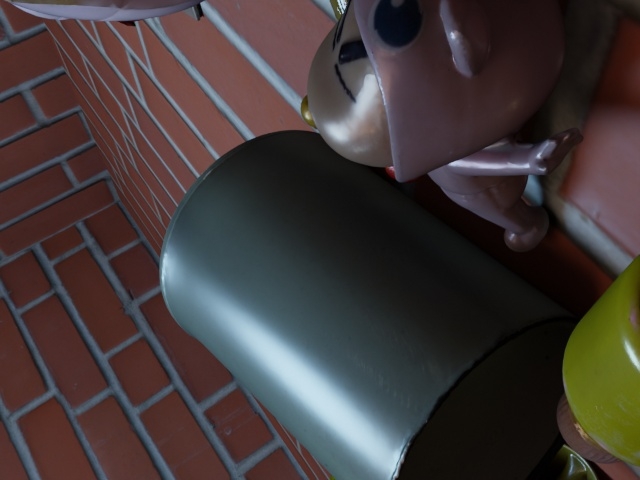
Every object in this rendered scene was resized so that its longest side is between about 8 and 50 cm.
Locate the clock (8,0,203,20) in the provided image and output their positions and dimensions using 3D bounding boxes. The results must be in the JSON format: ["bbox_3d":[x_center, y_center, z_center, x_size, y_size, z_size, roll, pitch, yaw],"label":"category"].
[{"bbox_3d":[-0.185,-0.375,0.599,0.368,0.251,0.376,-51,59,42],"label":"clock"}]

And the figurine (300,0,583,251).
[{"bbox_3d":[0.080,-0.089,0.542,0.287,0.186,0.176,57,-160,-62],"label":"figurine"}]

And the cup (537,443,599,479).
[{"bbox_3d":[0.235,0.294,0.832,0.176,0.131,0.155,-95,-11,-47],"label":"cup"}]

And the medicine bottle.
[{"bbox_3d":[0.223,0.093,0.504,0.122,0.122,0.212,53,162,22],"label":"medicine bottle"}]

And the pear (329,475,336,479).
[{"bbox_3d":[0.132,0.436,1.192,0.269,0.212,0.212,35,152,34],"label":"pear"}]

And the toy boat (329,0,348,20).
[{"bbox_3d":[0.028,-0.217,0.664,0.049,0.047,0.149,25,143,62],"label":"toy boat"}]

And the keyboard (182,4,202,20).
[{"bbox_3d":[-0.207,-0.400,1.085,0.055,0.017,0.166,39,154,38],"label":"keyboard"}]

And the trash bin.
[{"bbox_3d":[0.028,0.071,0.775,0.432,0.280,0.280,38,153,43],"label":"trash bin"}]

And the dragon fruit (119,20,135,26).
[{"bbox_3d":[-0.236,-0.376,0.859,0.241,0.241,0.252,45,154,40],"label":"dragon fruit"}]
